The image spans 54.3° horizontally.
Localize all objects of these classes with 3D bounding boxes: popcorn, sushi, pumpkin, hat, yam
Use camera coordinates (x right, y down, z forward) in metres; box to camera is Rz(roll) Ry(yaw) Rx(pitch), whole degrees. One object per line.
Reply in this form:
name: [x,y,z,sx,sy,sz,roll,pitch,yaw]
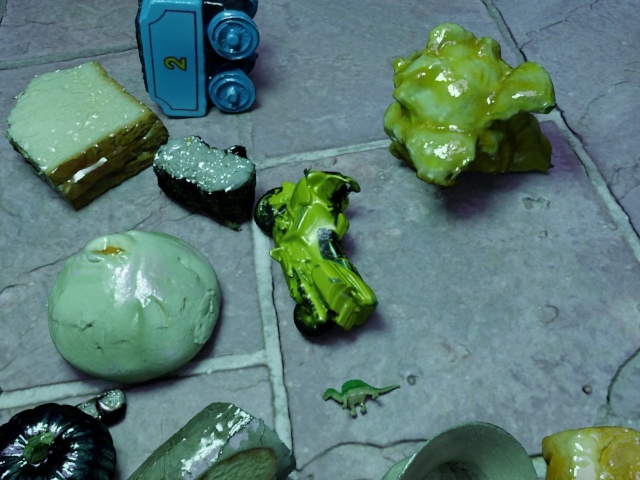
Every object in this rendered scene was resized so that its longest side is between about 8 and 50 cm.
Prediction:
popcorn: [0.288,-0.250,1.160,0.320,0.325,0.290,-11,86,-26]
sushi: [-0.219,-0.126,1.232,0.212,0.115,0.147,18,59,17]
sushi: [-0.345,0.271,0.985,0.083,0.044,0.046,-21,74,-9]
pumpkin: [-0.387,0.324,0.878,0.194,0.150,0.194,-20,38,17]
hat: [0.144,0.344,0.792,0.257,0.257,0.130,-40,17,-23]
yam: [-0.171,0.334,0.845,0.254,0.154,0.154,-40,58,-19]

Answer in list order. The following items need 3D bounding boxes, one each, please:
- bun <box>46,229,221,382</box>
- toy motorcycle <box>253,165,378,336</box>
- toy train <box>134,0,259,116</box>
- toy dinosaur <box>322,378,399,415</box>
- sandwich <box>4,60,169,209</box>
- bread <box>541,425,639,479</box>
bun: [-0.315,0.080,1.033,0.292,0.187,0.293,-1,52,2]
toy motorcycle: [0.001,0.001,1.095,0.206,0.142,0.342,-42,49,22]
toy train: [-0.265,-0.431,1.361,0.264,0.300,0.188,0,50,-8]
toy dinosaur: [0.065,0.235,0.974,0.119,0.029,0.060,-18,35,-11]
sandwich: [-0.521,-0.239,1.345,0.262,0.131,0.325,-39,60,-21]
bread: [0.362,0.378,0.758,0.166,0.132,0.295,1,51,6]
